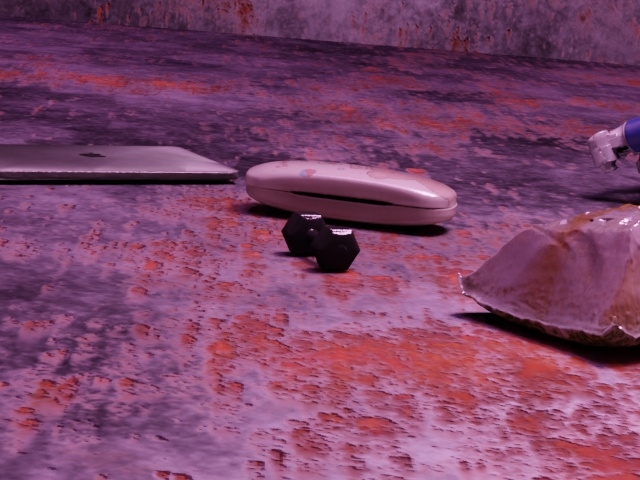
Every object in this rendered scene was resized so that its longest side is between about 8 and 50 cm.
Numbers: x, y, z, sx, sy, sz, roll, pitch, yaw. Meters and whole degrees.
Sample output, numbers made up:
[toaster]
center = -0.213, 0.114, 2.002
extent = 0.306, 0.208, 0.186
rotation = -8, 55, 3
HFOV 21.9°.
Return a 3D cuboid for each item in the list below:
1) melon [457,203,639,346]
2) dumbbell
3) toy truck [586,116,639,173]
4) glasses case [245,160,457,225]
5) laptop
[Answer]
[melon]
center = 0.198, 0.031, 1.187
extent = 0.202, 0.093, 0.139
rotation = -8, 26, 9
[dumbbell]
center = 0.000, 0.000, 1.376
extent = 0.040, 0.036, 0.083
rotation = 1, 12, -26
[toy truck]
center = 0.413, -0.099, 1.819
extent = 0.177, 0.161, 0.213
rotation = -16, -4, 37
[glasses case]
center = 0.029, -0.046, 1.569
extent = 0.204, 0.051, 0.081
rotation = 7, 13, 12
[laptop]
center = -0.241, -0.083, 1.737
extent = 0.269, 0.015, 0.188
rotation = -1, 13, -26
